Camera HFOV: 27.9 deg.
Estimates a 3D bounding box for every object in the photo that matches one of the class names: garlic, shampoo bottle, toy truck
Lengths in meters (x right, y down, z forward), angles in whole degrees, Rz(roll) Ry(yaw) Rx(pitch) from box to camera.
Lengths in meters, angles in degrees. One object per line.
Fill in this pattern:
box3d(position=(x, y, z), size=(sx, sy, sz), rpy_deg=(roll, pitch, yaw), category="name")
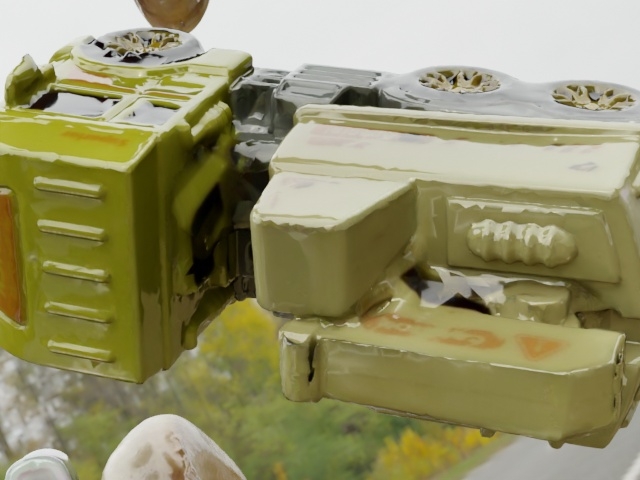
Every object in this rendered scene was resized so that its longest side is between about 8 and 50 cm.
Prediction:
box3d(position=(-0.116, 0.198, 0.954), size=(0.115, 0.128, 0.207), rpy_deg=(-33, -16, -4), category="garlic")
box3d(position=(-0.162, 0.161, 0.765), size=(0.043, 0.072, 0.099), rpy_deg=(-8, -5, -9), category="shampoo bottle")
box3d(position=(0.000, 0.000, 0.716), size=(0.405, 0.181, 0.254), rpy_deg=(9, 23, 17), category="toy truck")
box3d(position=(-0.148, -0.277, 1.203), size=(0.099, 0.174, 0.124), rpy_deg=(-4, 9, -12), category="garlic")
